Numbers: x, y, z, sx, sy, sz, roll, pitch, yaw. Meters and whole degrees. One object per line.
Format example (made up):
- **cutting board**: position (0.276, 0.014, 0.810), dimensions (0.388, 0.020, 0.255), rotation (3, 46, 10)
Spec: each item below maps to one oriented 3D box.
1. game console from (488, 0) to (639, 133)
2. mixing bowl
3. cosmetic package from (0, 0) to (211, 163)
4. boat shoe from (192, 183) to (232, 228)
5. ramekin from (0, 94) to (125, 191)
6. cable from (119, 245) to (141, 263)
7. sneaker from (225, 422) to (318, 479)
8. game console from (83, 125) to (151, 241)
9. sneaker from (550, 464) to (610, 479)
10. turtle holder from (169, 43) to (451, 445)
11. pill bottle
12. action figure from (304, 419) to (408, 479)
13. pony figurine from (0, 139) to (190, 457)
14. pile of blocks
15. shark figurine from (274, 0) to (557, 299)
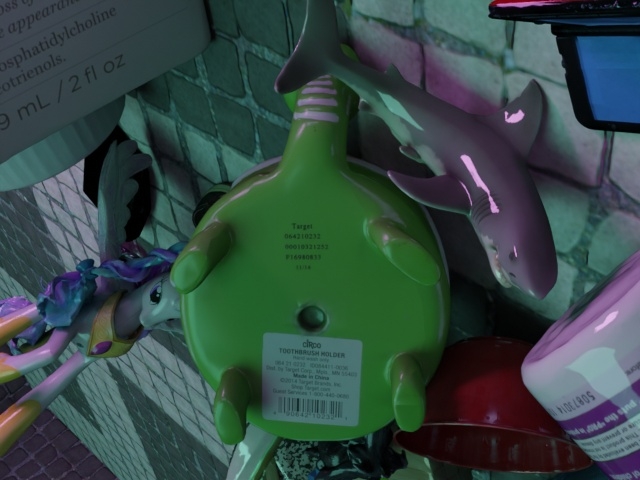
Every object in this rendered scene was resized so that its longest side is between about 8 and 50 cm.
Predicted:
- **game console**: position (0.190, -0.104, 0.508), dimensions (0.144, 0.124, 0.085), rotation (14, 107, 48)
- **mixing bowl**: position (0.163, 0.150, 0.780), dimensions (0.181, 0.098, 0.181), rotation (7, 154, 4)
- **cosmetic package**: position (-0.359, -0.333, 0.790), dimensions (0.327, 0.329, 0.394), rotation (31, 145, 35)
- **boat shoe**: position (-0.117, -0.023, 1.050), dimensions (0.223, 0.073, 0.080), rotation (0, 126, 57)
- **ramekin**: position (-0.388, -0.189, 1.066), dimensions (0.277, 0.277, 0.135), rotation (26, 150, 40)
- **cable**: position (-0.339, 0.067, 1.518), dimensions (0.150, 0.047, 0.185), rotation (43, 153, 26)
- **sneaker**: position (-0.072, 0.432, 1.262), dimensions (0.182, 0.158, 0.411), rotation (25, 101, 17)
- **game console**: position (-0.393, -0.171, 1.320), dimensions (0.361, 0.044, 0.213), rotation (48, 151, 9)
- **sneaker**: position (0.294, 0.323, 0.795), dimensions (0.208, 0.127, 0.319), rotation (45, 160, 16)
- **turtle holder**: position (-0.014, 0.013, 0.766), dimensions (0.320, 0.243, 0.227), rotation (61, -165, -14)
- **pill bottle**: position (0.293, 0.146, 0.546), dimensions (0.301, 0.169, 0.169), rotation (48, 151, 9)
- **action figure**: position (0.046, 0.178, 0.916), dimensions (0.164, 0.140, 0.276), rotation (-59, 31, 23)
- **pony figurine**: position (-0.271, 0.077, 1.091), dimensions (0.303, 0.363, 0.351), rotation (57, -171, -25)
- **pile of blocks**: position (0.083, 0.309, 1.098), dimensions (0.149, 0.112, 0.362), rotation (60, 141, 13)
- **shark figurine**: position (0.103, -0.093, 0.635), dimensions (0.278, 0.166, 0.116), rotation (46, 117, 10)
